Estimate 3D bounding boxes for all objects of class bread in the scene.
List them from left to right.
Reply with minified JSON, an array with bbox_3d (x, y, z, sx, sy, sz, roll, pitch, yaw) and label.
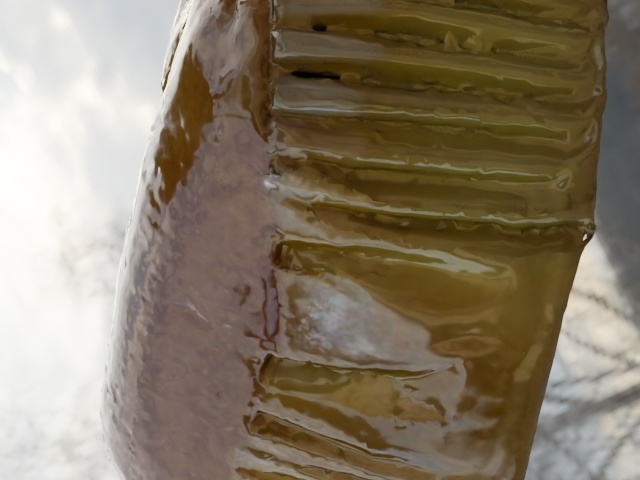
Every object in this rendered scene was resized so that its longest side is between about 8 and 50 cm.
[{"bbox_3d":[0.000,0.000,0.726,0.204,0.156,0.288,-94,12,-51],"label":"bread"}]
